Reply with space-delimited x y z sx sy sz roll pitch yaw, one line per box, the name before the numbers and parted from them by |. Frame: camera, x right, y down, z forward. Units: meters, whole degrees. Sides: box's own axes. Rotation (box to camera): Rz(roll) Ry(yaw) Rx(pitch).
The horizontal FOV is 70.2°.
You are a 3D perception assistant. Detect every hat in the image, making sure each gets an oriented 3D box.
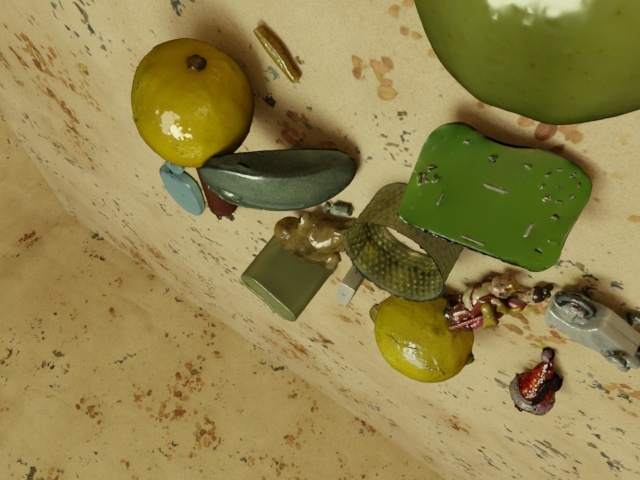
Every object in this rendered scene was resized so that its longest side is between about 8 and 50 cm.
hat | 0.612 0.379 1.255 0.140 0.129 0.228 -4 128 -7

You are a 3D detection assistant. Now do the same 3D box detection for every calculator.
calculator | -0.534 -0.200 1.759 0.188 0.042 0.303 29 154 17

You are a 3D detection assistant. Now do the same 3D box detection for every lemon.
lemon | 0.285 0.265 1.285 0.283 0.261 0.261 27 151 7
lemon | -0.296 -0.312 1.061 0.296 0.297 0.297 28 151 17

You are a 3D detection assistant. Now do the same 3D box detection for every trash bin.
trash bin | -0.101 0.099 1.488 0.243 0.247 0.121 43 150 -8

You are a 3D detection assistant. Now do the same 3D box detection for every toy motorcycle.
toy motorcycle | 0.584 0.187 0.988 0.260 0.110 0.171 36 169 -12

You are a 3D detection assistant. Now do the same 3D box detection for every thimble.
thimble | 0.204 0.010 1.098 0.270 0.150 0.271 29 152 17

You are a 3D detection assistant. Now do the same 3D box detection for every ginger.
ginger | 0.000 0.000 1.349 0.270 0.123 0.219 0 135 48

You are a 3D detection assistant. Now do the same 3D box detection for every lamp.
lamp | 0.413 0.141 1.088 0.118 0.118 0.253 42 141 -8

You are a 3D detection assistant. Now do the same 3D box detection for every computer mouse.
computer mouse | -0.097 -0.133 1.072 0.373 0.114 0.203 -5 167 -2

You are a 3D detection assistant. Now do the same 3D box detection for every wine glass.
wine glass | 0.049 -0.084 1.252 0.083 0.042 0.039 13 120 36

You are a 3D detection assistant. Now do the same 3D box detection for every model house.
model house | 0.320 -0.090 0.867 0.293 0.154 0.207 23 106 11

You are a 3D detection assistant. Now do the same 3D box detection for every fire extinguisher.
fire extinguisher | -0.346 -0.178 1.523 0.147 0.106 0.337 53 160 27

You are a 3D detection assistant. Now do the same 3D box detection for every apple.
apple | 0.248 -0.284 0.409 0.357 0.357 0.357 28 151 17

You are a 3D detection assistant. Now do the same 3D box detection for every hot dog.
hot dog | -0.089 -0.394 0.963 0.137 0.028 0.044 51 176 -18

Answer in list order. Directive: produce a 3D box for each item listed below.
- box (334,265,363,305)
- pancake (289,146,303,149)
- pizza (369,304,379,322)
box | 0.104 0.118 1.399 0.051 0.130 0.129 31 152 9
pancake | -0.033 -0.185 1.213 0.158 0.028 0.158 28 151 17
pizza | 0.286 0.316 1.587 0.261 0.034 0.181 20 147 30
